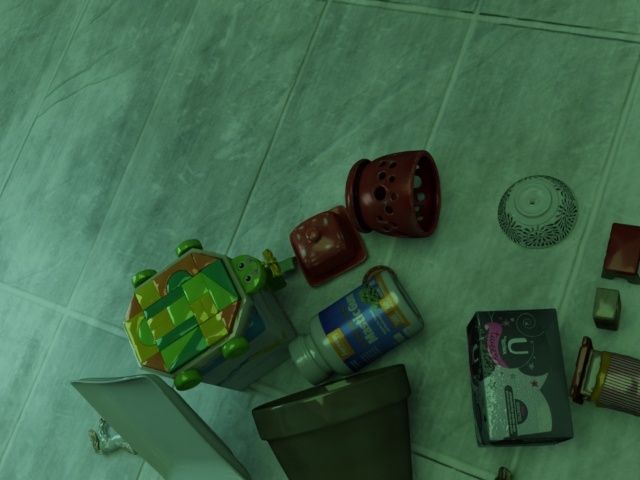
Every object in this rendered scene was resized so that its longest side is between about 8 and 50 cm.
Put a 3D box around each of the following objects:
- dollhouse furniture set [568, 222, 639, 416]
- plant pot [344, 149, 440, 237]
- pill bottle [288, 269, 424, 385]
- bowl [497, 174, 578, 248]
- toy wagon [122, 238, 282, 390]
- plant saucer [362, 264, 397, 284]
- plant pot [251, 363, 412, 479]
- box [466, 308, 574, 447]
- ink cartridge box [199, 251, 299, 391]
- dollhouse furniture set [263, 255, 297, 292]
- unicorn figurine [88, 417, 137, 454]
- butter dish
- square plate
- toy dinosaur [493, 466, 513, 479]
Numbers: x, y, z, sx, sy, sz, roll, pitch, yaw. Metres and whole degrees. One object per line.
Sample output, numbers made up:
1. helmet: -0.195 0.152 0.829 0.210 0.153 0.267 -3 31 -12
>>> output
1. dollhouse furniture set: 0.612 0.152 1.532 0.201 0.152 0.374 11 77 25
2. plant pot: 0.156 -0.101 1.785 0.174 0.191 0.191 1 73 25
3. pill bottle: 0.072 0.195 1.740 0.272 0.152 0.152 -34 63 8
4. bowl: 0.455 -0.073 1.714 0.170 0.080 0.170 -7 71 20
5. toy wagon: -0.237 0.123 1.631 0.344 0.068 0.267 -34 64 10
6. plant saucer: 0.135 0.097 1.825 0.083 0.013 0.083 -7 71 20
7. plant pot: 0.056 0.422 1.608 0.323 0.323 0.280 -20 82 15
8. box: 0.378 0.267 1.570 0.163 0.142 0.247 -2 70 0
9. ink cartridge box: -0.204 0.187 1.789 0.197 0.270 0.198 -37 63 9
10. dollhouse furniture set: -0.105 0.063 1.862 0.076 0.152 0.058 -29 106 13
11. unicorn figurine: -0.480 0.468 1.934 0.162 0.060 0.111 -29 63 29
12. butter dish: 0.000 0.000 1.854 0.160 0.118 0.160 -29 64 12
13. square plate: -0.329 0.395 1.701 0.347 0.344 0.049 -14 30 47
14. toy dinosaur: 0.382 0.572 1.538 0.118 0.064 0.268 -6 70 36
